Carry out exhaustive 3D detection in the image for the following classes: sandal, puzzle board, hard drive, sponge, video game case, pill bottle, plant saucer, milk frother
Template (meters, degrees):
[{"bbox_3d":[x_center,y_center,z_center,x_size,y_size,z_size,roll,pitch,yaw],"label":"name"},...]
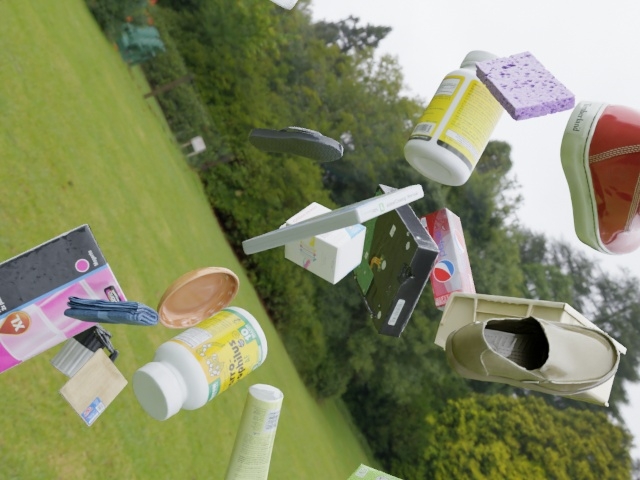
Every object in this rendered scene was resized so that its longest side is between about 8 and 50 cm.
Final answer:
[{"bbox_3d":[-0.062,-0.252,1.685,0.097,0.254,0.054,59,49,-59],"label":"sandal"},{"bbox_3d":[-0.456,0.294,1.373,0.096,0.011,0.128,59,37,-19],"label":"puzzle board"},{"bbox_3d":[0.162,0.039,1.615,0.339,0.064,0.237,-113,-140,-61],"label":"hard drive"},{"bbox_3d":[0.388,-0.299,1.311,0.210,0.117,0.031,-106,-176,-52],"label":"sponge"},{"bbox_3d":[0.020,-0.032,1.015,0.193,0.212,0.023,-23,97,-53],"label":"video game case"},{"bbox_3d":[-0.195,0.200,1.106,0.117,0.208,0.118,18,-59,34],"label":"pill bottle"},{"bbox_3d":[-0.281,0.125,1.550,0.037,0.200,0.200,54,-11,28],"label":"plant saucer"},{"bbox_3d":[0.375,-0.328,1.813,0.188,0.334,0.188,29,-10,5],"label":"pill bottle"},{"bbox_3d":[-0.558,0.265,1.619,0.129,0.135,0.143,34,-13,7],"label":"milk frother"}]

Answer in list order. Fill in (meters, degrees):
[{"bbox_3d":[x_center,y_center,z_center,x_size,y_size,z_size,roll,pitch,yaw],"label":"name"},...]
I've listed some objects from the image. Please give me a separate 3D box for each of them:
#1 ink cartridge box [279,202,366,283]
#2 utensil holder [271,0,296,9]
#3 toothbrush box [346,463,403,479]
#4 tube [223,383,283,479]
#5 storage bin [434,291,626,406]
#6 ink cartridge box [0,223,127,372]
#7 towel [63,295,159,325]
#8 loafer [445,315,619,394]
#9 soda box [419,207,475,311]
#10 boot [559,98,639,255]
[{"bbox_3d":[0.000,0.000,1.318,0.143,0.092,0.090,28,-47,28],"label":"ink cartridge box"},{"bbox_3d":[-0.077,-0.536,0.815,0.327,0.385,0.327,30,18,-11],"label":"utensil holder"},{"bbox_3d":[0.062,0.611,1.306,0.122,0.283,0.206,7,-59,39],"label":"toothbrush box"},{"bbox_3d":[-0.120,0.365,1.168,0.062,0.070,0.240,-22,126,-68],"label":"tube"},{"bbox_3d":[0.404,0.209,1.334,0.262,0.123,0.260,30,-17,-39],"label":"storage bin"},{"bbox_3d":[-0.553,0.127,1.229,0.176,0.371,0.069,64,-15,-8],"label":"ink cartridge box"},{"bbox_3d":[-0.292,0.100,0.960,0.067,0.119,0.029,51,42,-67],"label":"towel"},{"bbox_3d":[0.174,0.090,0.538,0.050,0.148,0.056,118,-29,-63],"label":"loafer"},{"bbox_3d":[0.334,0.055,1.786,0.092,0.083,0.263,28,49,-49],"label":"soda box"},{"bbox_3d":[0.332,-0.032,0.630,0.176,0.088,0.244,20,-12,34],"label":"boot"}]
